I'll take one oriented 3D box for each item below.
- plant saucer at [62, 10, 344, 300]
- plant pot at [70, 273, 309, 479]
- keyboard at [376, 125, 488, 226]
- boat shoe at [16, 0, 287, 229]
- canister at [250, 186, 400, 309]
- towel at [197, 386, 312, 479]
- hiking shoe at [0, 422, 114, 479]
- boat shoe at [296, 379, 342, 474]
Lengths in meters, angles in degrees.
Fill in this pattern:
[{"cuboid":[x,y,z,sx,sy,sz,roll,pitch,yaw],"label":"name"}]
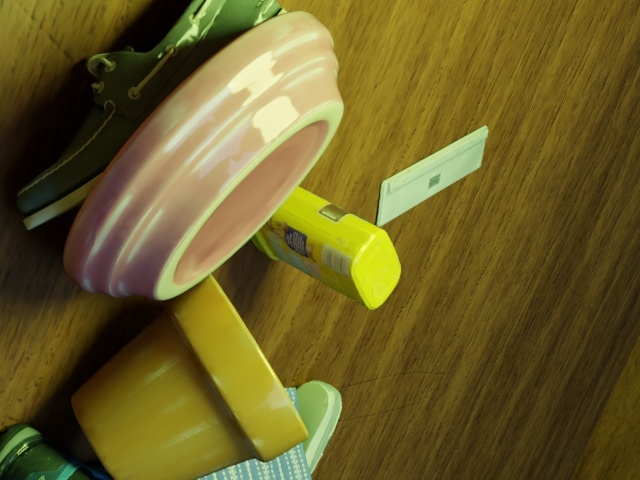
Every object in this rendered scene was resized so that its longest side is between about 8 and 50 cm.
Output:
[{"cuboid":[-0.091,-0.061,1.058,0.332,0.084,0.332,-46,173,-7],"label":"plant saucer"},{"cuboid":[-0.144,0.165,1.171,0.188,0.205,0.205,-31,143,-8],"label":"plant pot"},{"cuboid":[0.163,-0.094,1.622,0.256,0.014,0.072,-30,142,-42],"label":"keyboard"},{"cuboid":[-0.166,-0.137,1.039,0.319,0.116,0.099,-43,102,-17],"label":"boat shoe"},{"cuboid":[0.000,0.000,1.292,0.073,0.170,0.126,-52,149,-16],"label":"canister"},{"cuboid":[-0.095,0.293,1.371,0.336,0.040,0.243,12,61,-59],"label":"towel"},{"cuboid":[-0.241,0.300,1.207,0.113,0.132,0.304,-56,149,-9],"label":"hiking shoe"},{"cuboid":[-0.033,0.301,1.576,0.227,0.079,0.081,-63,152,3],"label":"boat shoe"}]
